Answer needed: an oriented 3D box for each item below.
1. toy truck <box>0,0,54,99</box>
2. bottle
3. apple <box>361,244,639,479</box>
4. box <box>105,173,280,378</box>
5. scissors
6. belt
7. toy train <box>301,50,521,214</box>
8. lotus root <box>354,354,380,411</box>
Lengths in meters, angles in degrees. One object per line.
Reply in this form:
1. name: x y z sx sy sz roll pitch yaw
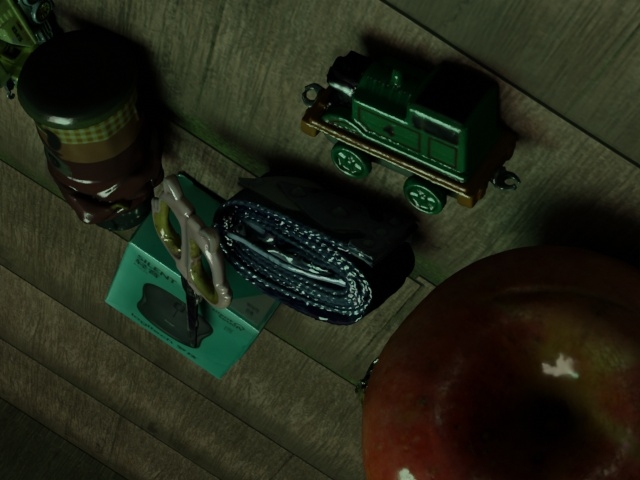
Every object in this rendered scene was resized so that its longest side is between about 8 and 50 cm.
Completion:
1. toy truck: -0.349 -0.227 1.861 0.077 0.100 0.169 26 157 22
2. bottle: -0.248 -0.105 1.909 0.143 0.156 0.271 18 151 18
3. apple: 0.224 0.186 1.612 0.364 0.364 0.364 28 158 12
4. box: -0.156 0.055 2.179 0.205 0.118 0.311 33 159 -3
5. scissors: -0.150 0.043 1.959 0.160 0.024 0.317 51 158 23
6. belt: -0.001 0.000 1.851 0.218 0.128 0.122 25 128 24
7. toy train: 0.082 -0.110 1.531 0.228 0.091 0.136 27 148 18
8. lotus root: 0.178 0.228 2.033 0.275 0.160 0.152 38 134 -15
